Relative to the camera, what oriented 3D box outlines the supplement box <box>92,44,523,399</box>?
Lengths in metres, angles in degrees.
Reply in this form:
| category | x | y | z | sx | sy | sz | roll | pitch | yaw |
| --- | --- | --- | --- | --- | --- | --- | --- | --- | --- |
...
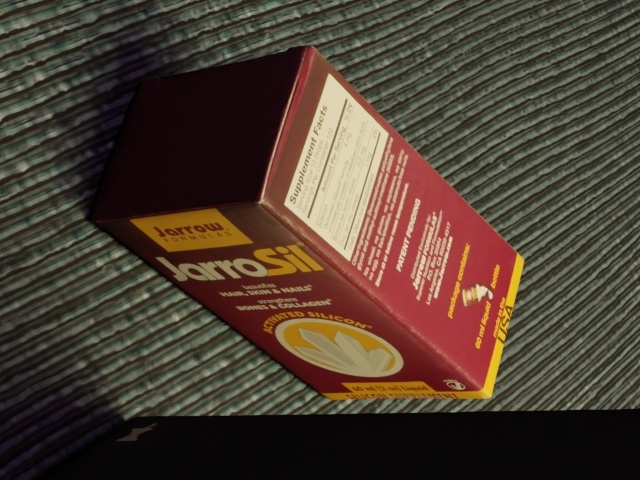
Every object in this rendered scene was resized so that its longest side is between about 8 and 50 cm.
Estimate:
| category | x | y | z | sx | sy | sz | roll | pitch | yaw |
| --- | --- | --- | --- | --- | --- | --- | --- | --- | --- |
| supplement box | 0.000 | 0.000 | 0.746 | 0.188 | 0.104 | 0.081 | 41 | 56 | -41 |

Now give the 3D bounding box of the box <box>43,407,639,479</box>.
| category | x | y | z | sx | sy | sz | roll | pitch | yaw |
| --- | --- | --- | --- | --- | --- | --- | --- | --- | --- |
| box | 0.019 | 0.230 | 0.591 | 0.182 | 0.296 | 0.294 | -32 | 109 | -48 |
